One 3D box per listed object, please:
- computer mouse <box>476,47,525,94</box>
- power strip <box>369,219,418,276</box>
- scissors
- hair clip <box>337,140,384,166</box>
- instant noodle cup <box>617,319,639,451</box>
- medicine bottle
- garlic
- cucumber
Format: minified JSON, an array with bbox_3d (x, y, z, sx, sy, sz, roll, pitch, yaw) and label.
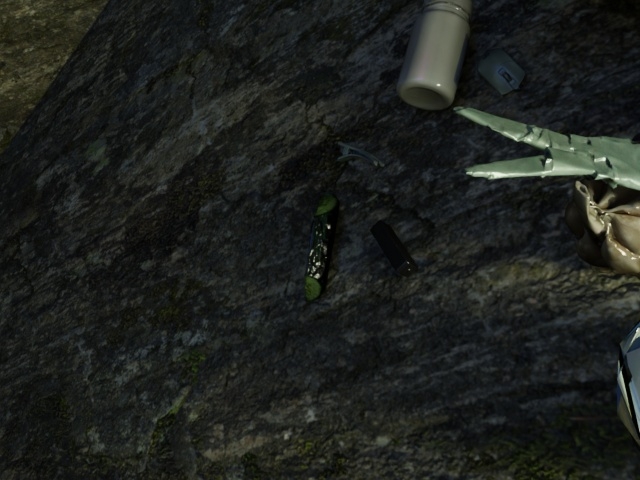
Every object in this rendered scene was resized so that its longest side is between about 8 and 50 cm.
[{"bbox_3d":[0.294,-0.282,1.014,0.056,0.032,0.110,-44,47,19],"label":"computer mouse"},{"bbox_3d":[0.122,0.014,1.029,0.029,0.038,0.111,-46,46,18],"label":"power strip"},{"bbox_3d":[0.323,-0.085,0.685,0.029,0.383,0.256,118,152,-54],"label":"scissors"},{"bbox_3d":[0.073,-0.154,1.161,0.115,0.030,0.039,30,111,48],"label":"hair clip"},{"bbox_3d":[0.408,0.162,0.598,0.240,0.178,0.240,-19,58,34],"label":"instant noodle cup"},{"bbox_3d":[0.202,-0.331,1.071,0.102,0.103,0.187,5,74,43],"label":"medicine bottle"},{"bbox_3d":[0.346,-0.034,0.742,0.131,0.194,0.127,32,95,54],"label":"garlic"},{"bbox_3d":[0.000,0.000,1.131,0.046,0.070,0.220,4,73,12],"label":"cucumber"}]
